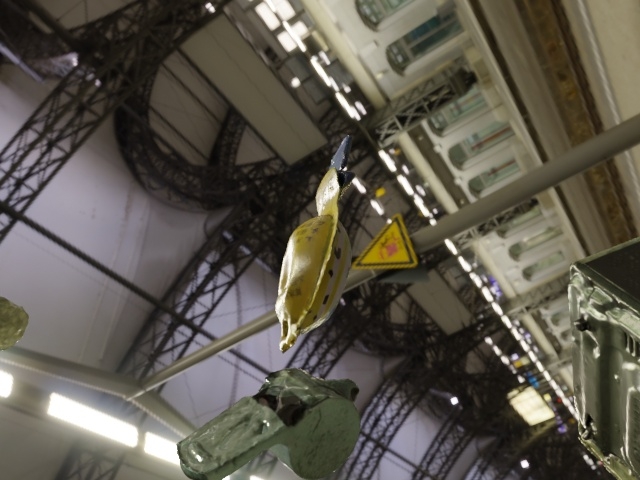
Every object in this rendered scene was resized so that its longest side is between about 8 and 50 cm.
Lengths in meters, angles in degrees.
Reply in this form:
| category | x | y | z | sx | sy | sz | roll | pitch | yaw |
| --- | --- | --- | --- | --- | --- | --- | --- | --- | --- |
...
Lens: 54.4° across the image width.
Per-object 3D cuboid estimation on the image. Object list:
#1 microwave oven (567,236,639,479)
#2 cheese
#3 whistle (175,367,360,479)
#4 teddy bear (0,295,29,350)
| category | x | y | z | sx | sy | sz | roll | pitch | yaw |
| --- | --- | --- | --- | --- | --- | --- | --- | --- | --- |
| microwave oven | 0.230 | 0.096 | 0.311 | 0.205 | 0.129 | 0.162 | -124 | 14 | -62 |
| cheese | 0.000 | 0.000 | 0.670 | 0.064 | 0.156 | 0.250 | 18 | -114 | -10 |
| whistle | -0.091 | 0.381 | 1.294 | 0.405 | 0.188 | 0.168 | 7 | -172 | -39 |
| teddy bear | -0.706 | 0.032 | 0.937 | 0.375 | 0.327 | 0.362 | 32 | 158 | 31 |
